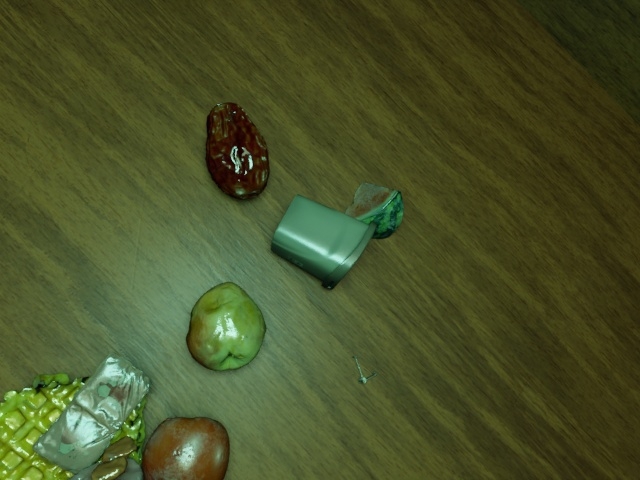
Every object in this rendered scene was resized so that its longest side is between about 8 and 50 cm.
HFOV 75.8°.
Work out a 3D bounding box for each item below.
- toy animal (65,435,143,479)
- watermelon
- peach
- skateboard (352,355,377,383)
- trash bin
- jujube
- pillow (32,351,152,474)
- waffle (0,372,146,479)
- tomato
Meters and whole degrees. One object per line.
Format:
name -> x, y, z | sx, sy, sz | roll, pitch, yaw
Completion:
toy animal -> -0.452, 0.598, 0.878 | 0.168, 0.195, 0.281 | -12, 96, -8
watermelon -> 0.166, -0.111, 1.338 | 0.136, 0.207, 0.202 | -20, 63, -46
peach -> -0.251, 0.224, 1.113 | 0.214, 0.214, 0.236 | 2, 57, -15
skateboard -> 0.133, 0.387, 1.257 | 0.063, 0.032, 0.083 | -18, 83, -29
trash bin -> 0.000, 0.000, 1.233 | 0.250, 0.220, 0.219 | 28, 68, 0
jujube -> -0.254, -0.268, 1.238 | 0.197, 0.197, 0.291 | -14, 81, -19
pillow -> -0.520, 0.400, 0.959 | 0.135, 0.049, 0.248 | 37, 68, -8
waffle -> -0.612, 0.515, 0.978 | 0.379, 0.095, 0.382 | 5, 76, -17
tomato -> -0.323, 0.530, 0.992 | 0.208, 0.208, 0.185 | 7, 58, -14
